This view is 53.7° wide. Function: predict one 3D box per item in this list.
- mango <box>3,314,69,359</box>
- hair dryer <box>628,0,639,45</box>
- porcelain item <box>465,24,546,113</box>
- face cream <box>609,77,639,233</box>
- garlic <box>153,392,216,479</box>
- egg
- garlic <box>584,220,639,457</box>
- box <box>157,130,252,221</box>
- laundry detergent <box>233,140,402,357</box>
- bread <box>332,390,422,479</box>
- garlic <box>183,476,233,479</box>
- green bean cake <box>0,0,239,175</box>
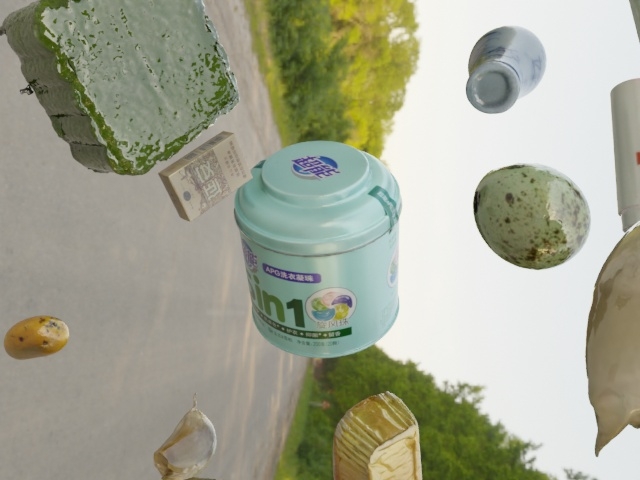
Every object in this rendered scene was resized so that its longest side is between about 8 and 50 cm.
[{"bbox_3d":[-0.712,0.243,1.571,0.115,0.178,0.090,61,21,-44],"label":"mango"},{"bbox_3d":[0.300,-0.200,0.543,0.173,0.107,0.358,-7,83,-65],"label":"hair dryer"},{"bbox_3d":[0.329,-0.307,1.138,0.259,0.141,0.141,-52,147,-55],"label":"porcelain item"},{"bbox_3d":[0.618,-0.137,1.212,0.102,0.101,0.346,88,4,-75],"label":"face cream"},{"bbox_3d":[-0.201,0.322,0.999,0.084,0.066,0.152,63,34,-18],"label":"garlic"},{"bbox_3d":[0.172,-0.023,0.525,0.110,0.085,0.085,-116,-159,-52],"label":"egg"},{"bbox_3d":[0.223,0.107,0.243,0.185,0.203,0.281,144,-69,-76],"label":"garlic"},{"bbox_3d":[-0.110,-0.063,0.615,0.083,0.024,0.053,-42,128,-28],"label":"box"},{"bbox_3d":[0.000,0.000,1.117,0.287,0.287,0.305,-88,175,-52],"label":"laundry detergent"},{"bbox_3d":[0.105,0.419,1.090,0.119,0.152,0.288,22,-56,52],"label":"bread"},{"bbox_3d":[-0.173,0.399,0.828,0.143,0.229,0.178,158,-71,-68],"label":"garlic"},{"bbox_3d":[-0.353,-0.307,1.139,0.218,0.335,0.319,13,-48,48],"label":"green bean cake"}]
